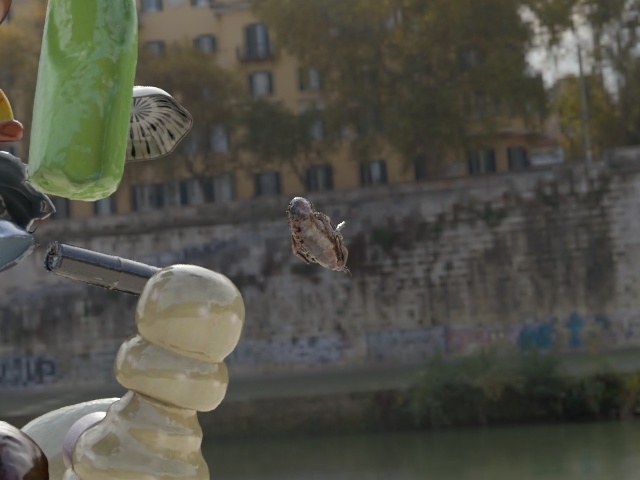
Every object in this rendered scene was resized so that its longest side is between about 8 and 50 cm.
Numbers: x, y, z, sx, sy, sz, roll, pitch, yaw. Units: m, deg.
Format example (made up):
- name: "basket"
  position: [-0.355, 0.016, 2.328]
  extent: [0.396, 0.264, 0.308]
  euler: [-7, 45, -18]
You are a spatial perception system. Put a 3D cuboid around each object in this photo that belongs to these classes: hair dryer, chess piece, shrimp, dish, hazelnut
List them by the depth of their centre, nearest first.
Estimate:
- name: "chess piece"
  position: [-0.179, 0.173, 1.447]
  extent: [0.167, 0.299, 0.167]
  euler: [18, 3, -1]
- name: "hair dryer"
  position: [-0.334, 0.034, 1.738]
  extent: [0.173, 0.050, 0.195]
  euler: [21, -9, -42]
- name: "hazelnut"
  position: [-0.521, 0.391, 1.948]
  extent: [0.217, 0.217, 0.251]
  euler: [-3, -1, -14]
- name: "shrimp"
  position: [0.001, 0.001, 1.990]
  extent: [0.075, 0.073, 0.190]
  euler: [-15, -43, 32]
- name: "dish"
  position: [-0.321, -0.216, 2.200]
  extent: [0.191, 0.066, 0.190]
  euler: [-12, -33, -8]

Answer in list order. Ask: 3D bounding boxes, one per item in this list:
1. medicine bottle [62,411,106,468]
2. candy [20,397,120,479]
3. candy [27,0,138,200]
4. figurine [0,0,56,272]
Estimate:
- name: "medicine bottle"
  position: [-0.313, 0.351, 1.986]
  extent: [0.133, 0.133, 0.250]
  euler: [-2, 5, -28]
- name: "candy"
  position: [-0.440, 0.498, 2.450]
  extent: [0.427, 0.386, 0.186]
  euler: [-3, 11, 6]
- name: "candy"
  position: [-0.358, -0.229, 1.921]
  extent: [0.132, 0.343, 0.142]
  euler: [12, -16, -34]
- name: "figurine"
  position: [-0.448, -0.141, 1.414]
  extent: [0.277, 0.388, 0.248]
  euler: [-28, -9, 18]
